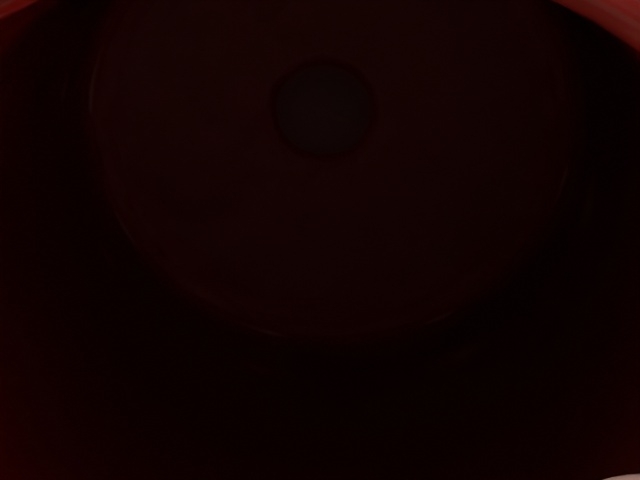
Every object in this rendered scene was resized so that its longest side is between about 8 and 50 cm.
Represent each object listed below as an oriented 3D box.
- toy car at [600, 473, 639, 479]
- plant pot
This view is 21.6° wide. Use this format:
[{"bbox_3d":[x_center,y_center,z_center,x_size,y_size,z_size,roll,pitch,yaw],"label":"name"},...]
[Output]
[{"bbox_3d":[0.088,0.123,0.315,0.182,0.159,0.136,-13,97,38],"label":"toy car"},{"bbox_3d":[0.000,0.000,0.509,0.275,0.275,0.243,-58,11,23],"label":"plant pot"}]
